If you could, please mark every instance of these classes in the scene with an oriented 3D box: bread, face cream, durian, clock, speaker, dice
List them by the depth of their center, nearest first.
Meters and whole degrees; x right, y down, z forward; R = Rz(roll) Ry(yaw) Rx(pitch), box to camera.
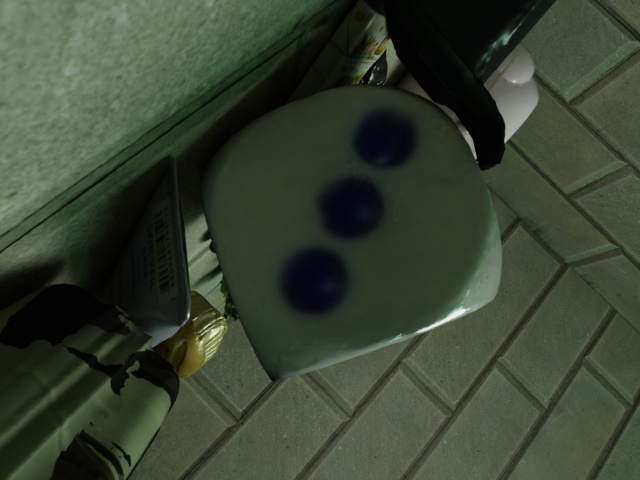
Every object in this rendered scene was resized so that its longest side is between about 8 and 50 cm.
[{"bbox_3d":[0.217,-0.276,0.409,0.388,0.184,0.180,-52,173,15],"label":"speaker"},{"bbox_3d":[-0.180,0.049,0.475,0.096,0.154,0.274,4,153,-29],"label":"face cream"},{"bbox_3d":[0.024,-0.001,0.502,0.259,0.251,0.243,-20,166,-4],"label":"dice"},{"bbox_3d":[-0.287,0.203,0.912,0.106,0.140,0.236,-37,170,-41],"label":"bread"},{"bbox_3d":[0.272,-0.271,0.957,0.376,0.251,0.368,-51,-178,-38],"label":"clock"},{"bbox_3d":[-0.174,0.085,1.047,0.132,0.106,0.375,-41,-174,27],"label":"durian"}]

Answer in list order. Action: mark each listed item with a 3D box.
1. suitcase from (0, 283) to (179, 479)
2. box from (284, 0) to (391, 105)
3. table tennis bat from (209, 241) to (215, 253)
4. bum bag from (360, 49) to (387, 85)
[{"bbox_3d":[-0.293,0.202,0.375,0.351,0.194,0.339,-46,-173,20],"label":"suitcase"},{"bbox_3d":[0.006,-0.186,0.542,0.220,0.032,0.122,-46,176,31],"label":"box"},{"bbox_3d":[-0.126,-0.064,0.710,0.170,0.119,0.107,-23,-156,2],"label":"table tennis bat"},{"bbox_3d":[0.083,-0.253,0.663,0.057,0.034,0.124,-60,174,12],"label":"bum bag"}]
